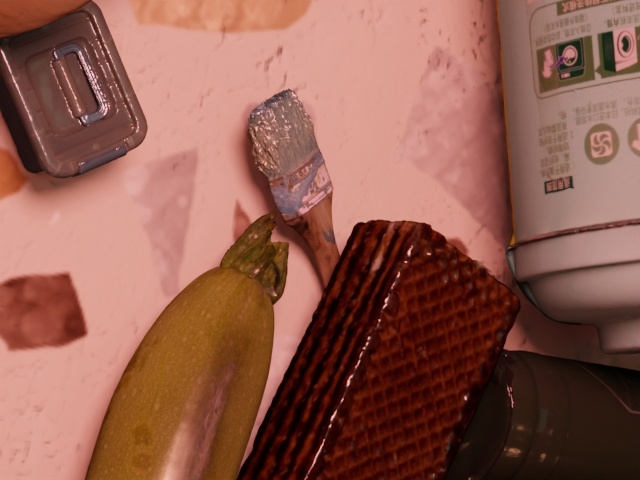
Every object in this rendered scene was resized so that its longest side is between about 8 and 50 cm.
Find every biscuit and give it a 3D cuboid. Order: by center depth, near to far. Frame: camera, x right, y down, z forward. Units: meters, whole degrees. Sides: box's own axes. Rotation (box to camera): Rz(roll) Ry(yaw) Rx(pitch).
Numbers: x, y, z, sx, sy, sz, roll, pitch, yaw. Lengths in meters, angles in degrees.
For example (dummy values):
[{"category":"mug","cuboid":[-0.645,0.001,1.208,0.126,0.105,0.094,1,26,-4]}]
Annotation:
[{"category":"biscuit","cuboid":[0.000,0.173,1.223,0.107,0.073,0.388,37,68,-33]}]

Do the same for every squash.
[{"category":"squash","cuboid":[-0.087,0.122,1.180,0.094,0.094,0.341,30,61,-24]}]

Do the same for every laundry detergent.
[{"category":"laundry detergent","cuboid":[0.258,-0.084,1.302,0.287,0.287,0.305,-1,84,-31]}]

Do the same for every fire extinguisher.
[{"category":"fire extinguisher","cuboid":[0.229,0.137,1.360,0.311,0.114,0.095,12,71,-31]}]

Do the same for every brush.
[{"category":"brush","cuboid":[0.000,0.000,1.286,0.070,0.021,0.196,-40,114,-60]}]

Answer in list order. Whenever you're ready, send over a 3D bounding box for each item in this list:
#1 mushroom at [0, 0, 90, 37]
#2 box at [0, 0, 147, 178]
[{"category":"mushroom","cuboid":[-0.168,-0.207,1.133,0.204,0.204,0.204,4,82,-30]},{"category":"box","cuboid":[-0.157,-0.088,1.190,0.074,0.054,0.099,-25,97,-29]}]
